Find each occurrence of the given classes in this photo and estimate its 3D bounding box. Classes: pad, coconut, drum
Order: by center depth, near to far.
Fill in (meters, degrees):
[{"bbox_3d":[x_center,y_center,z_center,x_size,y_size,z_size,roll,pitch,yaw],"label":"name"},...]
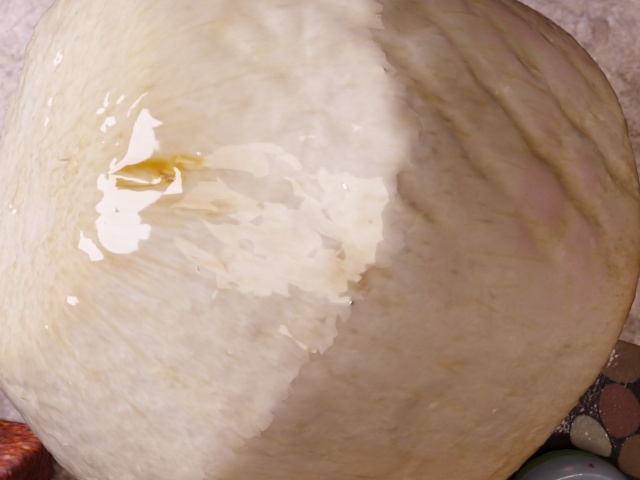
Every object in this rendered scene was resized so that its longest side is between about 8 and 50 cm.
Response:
[{"bbox_3d":[0.000,0.000,0.546,0.416,0.344,0.415,-19,134,-21],"label":"coconut"},{"bbox_3d":[0.217,0.307,0.723,0.130,0.049,0.253,-1,101,-1],"label":"drum"},{"bbox_3d":[0.223,0.156,0.729,0.235,0.003,0.158,17,96,-3],"label":"pad"}]

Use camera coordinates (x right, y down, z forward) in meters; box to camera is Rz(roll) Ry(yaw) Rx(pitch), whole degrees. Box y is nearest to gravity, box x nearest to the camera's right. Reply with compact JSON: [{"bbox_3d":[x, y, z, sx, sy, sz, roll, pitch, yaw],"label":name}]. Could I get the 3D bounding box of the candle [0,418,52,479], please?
[{"bbox_3d":[-0.326,0.184,0.599,0.287,0.317,0.131,6,93,-42],"label":"candle"}]
